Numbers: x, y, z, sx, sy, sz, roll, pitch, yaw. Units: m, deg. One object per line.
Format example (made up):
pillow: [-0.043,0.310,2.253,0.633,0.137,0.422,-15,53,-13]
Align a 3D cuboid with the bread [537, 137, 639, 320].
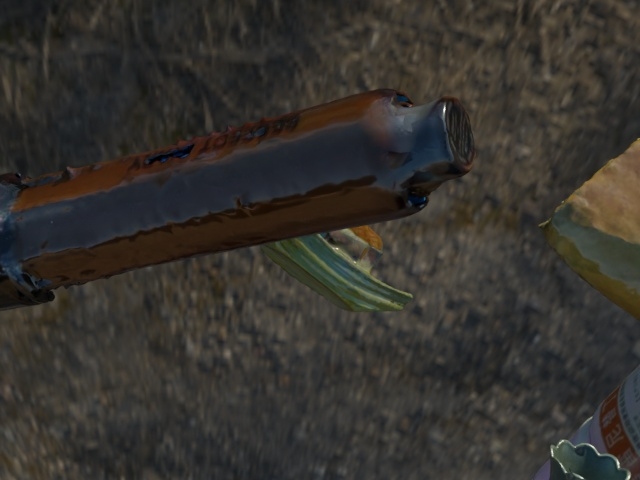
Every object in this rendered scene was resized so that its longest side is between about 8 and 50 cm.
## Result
bread: [0.150,-0.009,0.759,0.136,0.054,0.154,-2,67,-24]

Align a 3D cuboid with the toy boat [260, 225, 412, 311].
toy boat: [0.000,0.000,1.472,0.172,0.065,0.066,39,79,-17]

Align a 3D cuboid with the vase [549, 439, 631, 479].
vase: [0.229,0.271,1.767,0.081,0.081,0.148,19,111,3]

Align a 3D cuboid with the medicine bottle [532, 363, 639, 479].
medicine bottle: [0.376,0.212,1.890,0.202,0.316,0.202,27,33,-19]

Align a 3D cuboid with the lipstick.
lipstick: [-0.116,-0.012,1.026,0.418,0.077,0.077,-13,68,24]
